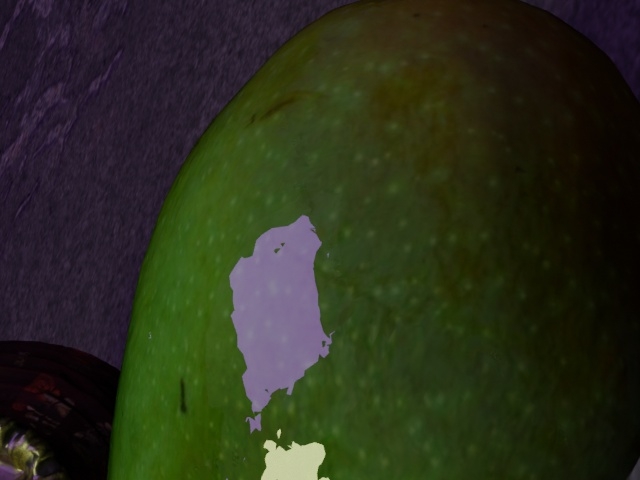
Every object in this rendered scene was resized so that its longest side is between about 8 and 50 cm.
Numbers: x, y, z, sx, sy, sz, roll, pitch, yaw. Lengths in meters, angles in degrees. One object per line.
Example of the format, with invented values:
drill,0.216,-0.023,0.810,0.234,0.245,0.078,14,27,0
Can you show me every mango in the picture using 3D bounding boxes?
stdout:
mango,0.017,0.093,0.637,0.225,0.201,0.382,18,93,57

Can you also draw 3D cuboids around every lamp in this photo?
lamp,-0.180,0.172,0.982,0.247,0.247,0.247,-46,35,46

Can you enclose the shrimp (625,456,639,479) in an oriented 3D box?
shrimp,0.144,0.128,0.469,0.446,0.110,0.221,-58,33,18
